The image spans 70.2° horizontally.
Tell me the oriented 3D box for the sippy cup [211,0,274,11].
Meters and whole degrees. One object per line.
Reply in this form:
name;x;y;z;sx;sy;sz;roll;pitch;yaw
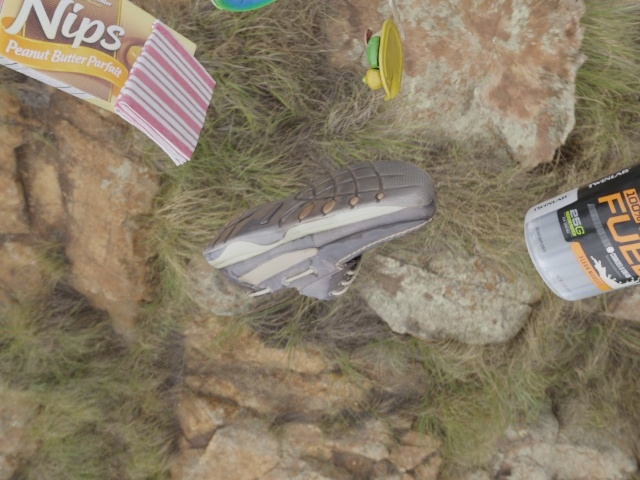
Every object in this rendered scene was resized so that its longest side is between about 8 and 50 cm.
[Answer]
sippy cup;-0.183;-0.709;1.069;0.305;0.240;0.224;-22;94;12

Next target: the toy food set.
toy food set;0.135;-0.417;1.023;0.071;0.128;0.218;-1;68;28

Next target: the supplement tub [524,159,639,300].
supplement tub;0.532;-0.030;0.761;0.316;0.193;0.193;-31;99;42

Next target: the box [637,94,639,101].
box;0.424;-0.171;0.515;0.062;0.083;0.052;-7;125;-8

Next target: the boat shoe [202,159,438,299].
boat shoe;0.000;0.000;0.599;0.355;0.132;0.130;-14;119;40

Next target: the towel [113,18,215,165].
towel;-0.244;-0.238;0.734;0.029;0.197;0.144;-8;148;27

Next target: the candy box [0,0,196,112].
candy box;-0.395;-0.343;0.811;0.087;0.316;0.183;14;88;40
